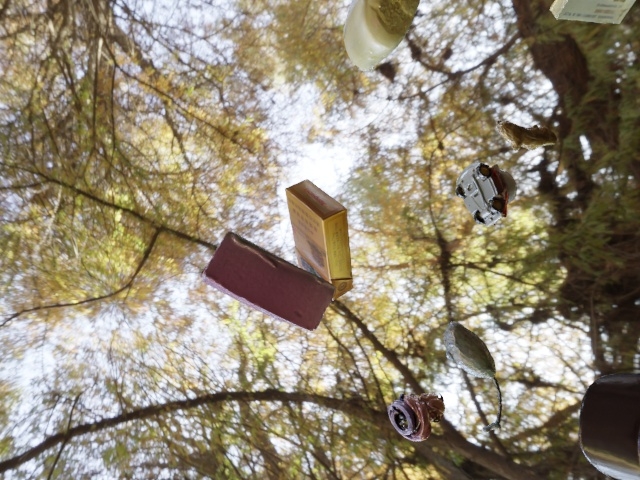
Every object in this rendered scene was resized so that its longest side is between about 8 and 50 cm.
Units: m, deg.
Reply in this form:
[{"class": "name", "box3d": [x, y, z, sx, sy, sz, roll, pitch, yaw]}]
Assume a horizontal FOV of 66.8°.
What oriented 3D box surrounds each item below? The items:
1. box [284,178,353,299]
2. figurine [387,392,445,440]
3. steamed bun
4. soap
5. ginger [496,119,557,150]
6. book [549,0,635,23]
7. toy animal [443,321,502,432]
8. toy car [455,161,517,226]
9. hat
[{"class": "box", "box3d": [0.000, 0.000, 1.247, 0.076, 0.174, 0.274, -26, -46, -21]}, {"class": "figurine", "box3d": [0.265, 0.449, 1.267, 0.157, 0.114, 0.126, -17, -120, -15]}, {"class": "steamed bun", "box3d": [0.157, -0.648, 1.415, 0.166, 0.232, 0.272, 26, -95, -21]}, {"class": "soap", "box3d": [-0.098, 0.070, 0.787, 0.181, 0.259, 0.081, 29, -101, -11]}, {"class": "ginger", "box3d": [0.425, -0.215, 1.009, 0.137, 0.044, 0.057, 5, -65, -20]}, {"class": "book", "box3d": [0.522, -0.502, 0.788, 0.202, 0.289, 0.026, -11, -128, -28]}, {"class": "toy animal", "box3d": [0.334, 0.277, 1.017, 0.070, 0.079, 0.252, -34, -81, -44]}, {"class": "toy car", "box3d": [0.386, -0.108, 1.086, 0.112, 0.112, 0.139, -15, -107, -22]}, {"class": "hat", "box3d": [0.570, 0.303, 0.699, 0.337, 0.209, 0.237, -1, -97, 19]}]
